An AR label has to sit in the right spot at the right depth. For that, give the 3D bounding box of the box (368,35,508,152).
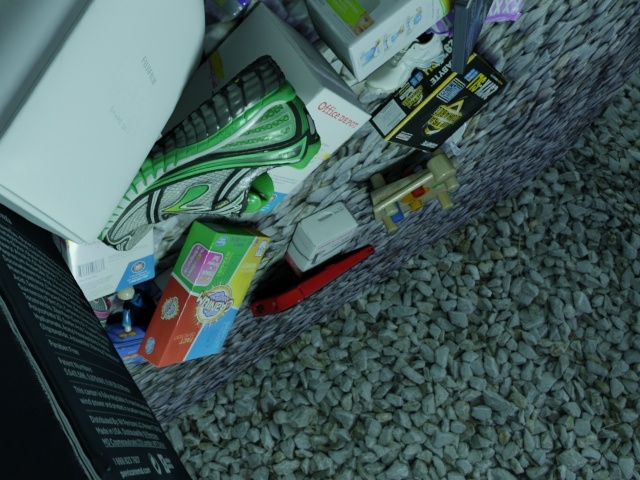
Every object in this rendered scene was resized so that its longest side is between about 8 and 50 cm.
[{"bbox_3d":[0.281,-0.326,1.388,0.257,0.079,0.322,-45,162,23],"label":"box"}]

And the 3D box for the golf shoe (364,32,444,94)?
[{"bbox_3d":[0.152,-0.344,1.124,0.176,0.069,0.086,-35,145,-13],"label":"golf shoe"}]

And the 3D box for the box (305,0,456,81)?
[{"bbox_3d":[0.096,-0.348,0.858,0.203,0.114,0.103,-37,164,1],"label":"box"}]

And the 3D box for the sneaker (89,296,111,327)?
[{"bbox_3d":[-0.444,0.082,1.025,0.299,0.121,0.112,98,12,-56],"label":"sneaker"}]

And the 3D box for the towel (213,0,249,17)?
[{"bbox_3d":[-0.095,-0.317,0.744,0.083,0.009,0.060,-39,165,11],"label":"towel"}]

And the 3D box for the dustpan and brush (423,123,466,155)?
[{"bbox_3d":[0.363,-0.286,1.702,0.147,0.060,0.211,-40,164,14],"label":"dustpan and brush"}]

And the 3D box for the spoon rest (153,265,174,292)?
[{"bbox_3d":[-0.313,0.133,1.465,0.137,0.084,0.276,-36,164,1],"label":"spoon rest"}]

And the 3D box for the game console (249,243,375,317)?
[{"bbox_3d":[-0.037,0.132,1.881,0.342,0.060,0.386,-27,-178,-25],"label":"game console"}]

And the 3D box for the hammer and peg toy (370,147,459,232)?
[{"bbox_3d":[0.255,-0.152,1.685,0.266,0.127,0.361,-23,164,2],"label":"hammer and peg toy"}]

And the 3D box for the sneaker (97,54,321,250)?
[{"bbox_3d":[-0.151,-0.068,0.738,0.344,0.146,0.134,-29,-160,29],"label":"sneaker"}]

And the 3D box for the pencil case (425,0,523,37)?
[{"bbox_3d":[0.278,-0.423,1.076,0.206,0.088,0.086,-27,164,-32],"label":"pencil case"}]

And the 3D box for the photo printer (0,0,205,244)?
[{"bbox_3d":[-0.213,-0.167,0.560,0.256,0.107,0.307,98,17,-75],"label":"photo printer"}]

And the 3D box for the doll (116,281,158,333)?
[{"bbox_3d":[-0.391,0.149,1.322,0.189,0.046,0.129,61,38,-49],"label":"doll"}]

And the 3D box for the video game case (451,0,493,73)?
[{"bbox_3d":[0.262,-0.421,0.915,0.274,0.026,0.196,-65,165,-6],"label":"video game case"}]

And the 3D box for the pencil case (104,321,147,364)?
[{"bbox_3d":[-0.454,0.235,1.392,0.133,0.119,0.306,-18,171,21],"label":"pencil case"}]

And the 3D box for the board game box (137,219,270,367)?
[{"bbox_3d":[-0.253,0.116,1.342,0.316,0.064,0.242,-65,158,8],"label":"board game box"}]

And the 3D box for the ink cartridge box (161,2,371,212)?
[{"bbox_3d":[-0.083,-0.180,0.873,0.233,0.168,0.171,-40,163,18],"label":"ink cartridge box"}]

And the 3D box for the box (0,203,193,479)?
[{"bbox_3d":[-0.462,0.180,0.564,0.480,0.471,0.297,-33,165,-11],"label":"box"}]

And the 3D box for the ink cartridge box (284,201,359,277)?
[{"bbox_3d":[0.000,0.000,1.719,0.159,0.092,0.218,-28,161,-26],"label":"ink cartridge box"}]

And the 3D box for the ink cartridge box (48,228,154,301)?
[{"bbox_3d":[-0.320,-0.036,0.865,0.134,0.078,0.231,-22,130,-41],"label":"ink cartridge box"}]
